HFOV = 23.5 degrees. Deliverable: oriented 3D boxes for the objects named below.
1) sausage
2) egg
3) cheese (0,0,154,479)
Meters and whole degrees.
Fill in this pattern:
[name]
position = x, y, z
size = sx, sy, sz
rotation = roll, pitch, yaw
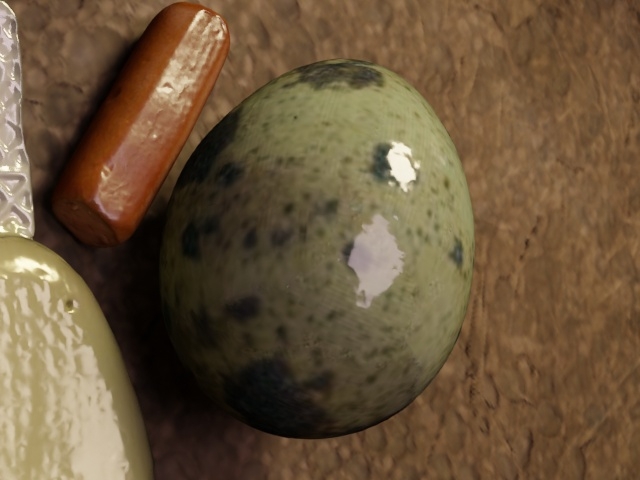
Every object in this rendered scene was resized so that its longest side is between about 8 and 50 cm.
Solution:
[sausage]
position = -0.078, -0.056, 0.696
size = 0.041, 0.039, 0.131
rotation = 39, 56, -23
[egg]
position = 0.000, 0.000, 0.689
size = 0.141, 0.141, 0.182
rotation = 32, 59, -35
[cheese]
position = -0.131, 0.024, 0.621
size = 0.127, 0.054, 0.252
rotation = 2, 79, -43
